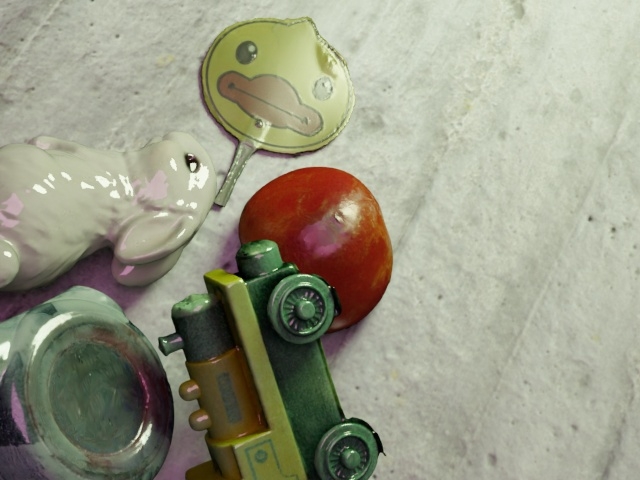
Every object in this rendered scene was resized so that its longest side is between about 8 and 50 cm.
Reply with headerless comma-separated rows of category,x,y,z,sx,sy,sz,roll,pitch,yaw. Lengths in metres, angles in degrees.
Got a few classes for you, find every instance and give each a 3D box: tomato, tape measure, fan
tomato,0.000,0.000,1.550,0.200,0.139,0.233,-21,77,-13
tape measure,-0.308,0.194,1.386,0.256,0.147,0.275,-28,94,-52
fan,-0.076,-0.190,1.670,0.229,0.011,0.335,24,69,-1

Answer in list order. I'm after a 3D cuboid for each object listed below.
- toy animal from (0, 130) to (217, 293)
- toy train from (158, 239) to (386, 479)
toy animal,-0.301,-0.036,1.495,0.357,0.194,0.258,-5,51,-19
toy train,-0.076,0.190,1.416,0.237,0.150,0.369,-20,102,-17
